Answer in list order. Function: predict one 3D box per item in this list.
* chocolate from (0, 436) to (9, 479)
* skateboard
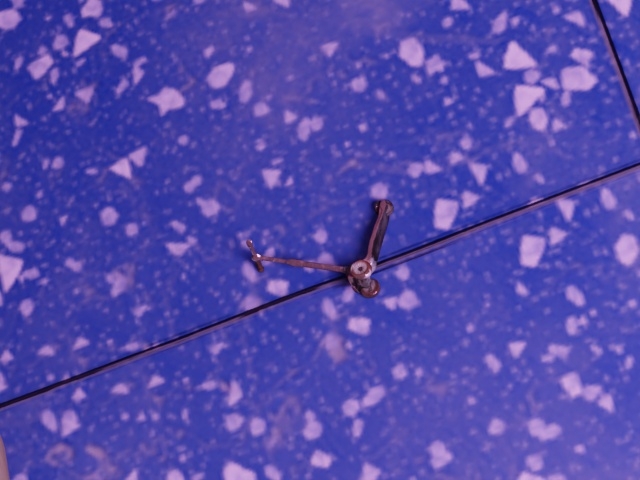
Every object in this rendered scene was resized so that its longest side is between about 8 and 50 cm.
[{"bbox_3d":[-0.307,0.190,1.105,0.314,0.326,0.297,-11,50,18],"label":"chocolate"},{"bbox_3d":[0.000,0.000,1.202,0.083,0.032,0.064,5,62,19],"label":"skateboard"}]
